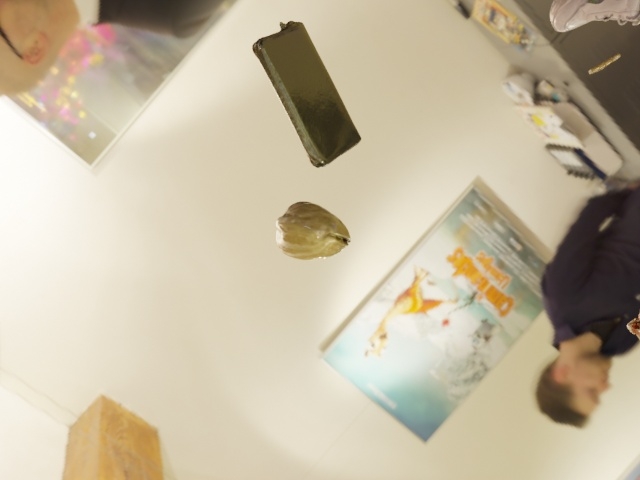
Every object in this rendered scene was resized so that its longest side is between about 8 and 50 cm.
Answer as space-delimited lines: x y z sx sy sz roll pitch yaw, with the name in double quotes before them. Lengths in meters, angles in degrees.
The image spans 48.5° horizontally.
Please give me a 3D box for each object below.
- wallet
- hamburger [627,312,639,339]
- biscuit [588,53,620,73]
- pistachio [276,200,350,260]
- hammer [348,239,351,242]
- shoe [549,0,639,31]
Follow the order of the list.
"wallet" -0.025 -0.252 1.213 0.149 0.044 0.250 -43 -71 -47
"hamburger" 0.620 0.174 1.087 0.227 0.151 0.295 32 -175 -22
"biscuit" 0.697 -0.432 1.756 0.082 0.092 0.016 -27 95 54
"pistachio" -0.015 -0.013 1.288 0.126 0.108 0.185 21 177 -26
"hammer" 0.000 0.000 1.615 0.201 0.078 0.021 4 -108 -58
"shoe" 0.515 -0.421 1.233 0.095 0.245 0.138 3 -114 -34
